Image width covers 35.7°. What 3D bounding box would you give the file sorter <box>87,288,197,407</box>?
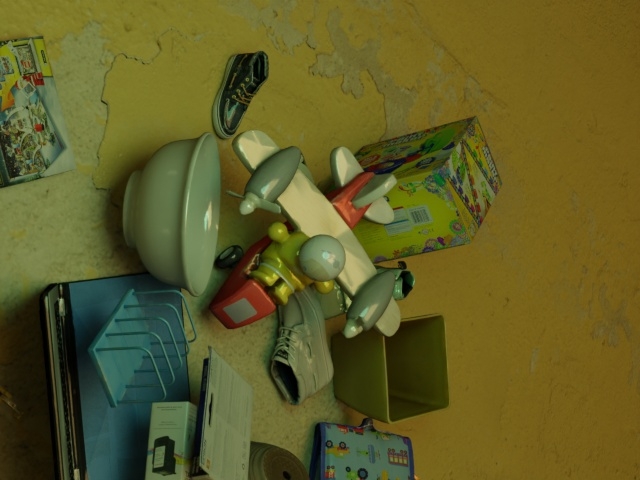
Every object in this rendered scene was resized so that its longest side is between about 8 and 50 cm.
[{"bbox_3d":[-0.283,0.172,1.622,0.170,0.105,0.118,-69,150,-56],"label":"file sorter"}]

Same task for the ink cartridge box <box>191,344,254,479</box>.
[{"bbox_3d":[-0.182,0.328,1.765,0.224,0.045,0.223,60,28,-56],"label":"ink cartridge box"}]

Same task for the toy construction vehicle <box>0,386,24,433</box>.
[{"bbox_3d":[-0.532,0.273,1.592,0.086,0.035,0.098,-50,121,-35],"label":"toy construction vehicle"}]

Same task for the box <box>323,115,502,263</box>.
[{"bbox_3d":[0.200,-0.105,2.134,0.177,0.290,0.279,66,32,-19],"label":"box"}]

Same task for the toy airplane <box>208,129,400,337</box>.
[{"bbox_3d":[0.000,0.000,1.878,0.386,0.272,0.384,5,100,-17],"label":"toy airplane"}]

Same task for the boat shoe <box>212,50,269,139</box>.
[{"bbox_3d":[-0.157,-0.292,1.971,0.065,0.083,0.183,23,72,-42],"label":"boat shoe"}]

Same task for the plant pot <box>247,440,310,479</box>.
[{"bbox_3d":[-0.096,0.473,1.891,0.237,0.110,0.237,33,33,-25],"label":"plant pot"}]

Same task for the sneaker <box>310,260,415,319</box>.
[{"bbox_3d":[0.093,0.106,2.153,0.256,0.151,0.094,-23,105,-42],"label":"sneaker"}]

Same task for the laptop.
[{"bbox_3d":[-0.325,0.253,1.671,0.236,0.408,0.381,-6,91,-12],"label":"laptop"}]

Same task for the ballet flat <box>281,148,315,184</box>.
[{"bbox_3d":[-0.031,-0.098,2.098,0.072,0.068,0.213,-45,119,-37],"label":"ballet flat"}]

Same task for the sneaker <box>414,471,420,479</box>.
[{"bbox_3d":[0.153,0.530,2.244,0.215,0.084,0.083,52,56,-18],"label":"sneaker"}]

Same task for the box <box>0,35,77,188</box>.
[{"bbox_3d":[-0.507,-0.212,1.640,0.159,0.044,0.233,-21,102,-44],"label":"box"}]

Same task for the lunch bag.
[{"bbox_3d":[0.088,0.520,2.110,0.221,0.138,0.293,12,68,-19],"label":"lunch bag"}]

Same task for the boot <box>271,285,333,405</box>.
[{"bbox_3d":[-0.052,0.209,2.037,0.123,0.095,0.258,-35,113,-48],"label":"boot"}]

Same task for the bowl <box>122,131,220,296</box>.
[{"bbox_3d":[-0.268,-0.050,1.769,0.298,0.134,0.297,4,90,-85],"label":"bowl"}]

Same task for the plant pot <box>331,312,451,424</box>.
[{"bbox_3d":[0.141,0.273,2.166,0.212,0.187,0.212,-4,89,-45],"label":"plant pot"}]

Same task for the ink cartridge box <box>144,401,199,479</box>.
[{"bbox_3d":[-0.246,0.382,1.742,0.127,0.072,0.175,52,36,-64],"label":"ink cartridge box"}]
